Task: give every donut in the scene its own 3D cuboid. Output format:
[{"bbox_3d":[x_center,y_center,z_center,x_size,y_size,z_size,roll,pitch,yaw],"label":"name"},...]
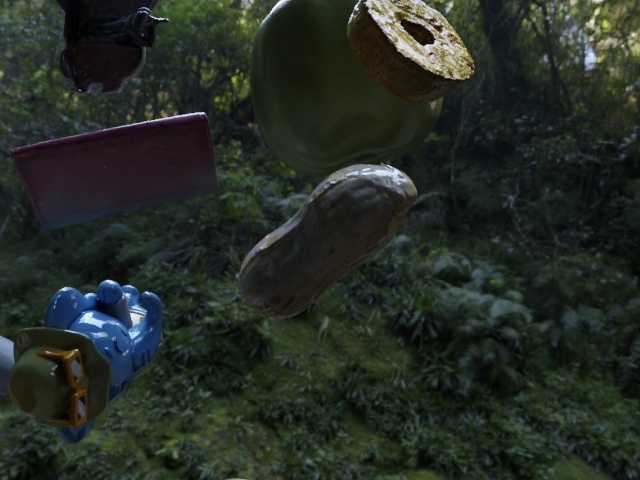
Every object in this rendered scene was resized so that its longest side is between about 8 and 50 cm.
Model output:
[{"bbox_3d":[0.096,-0.212,0.631,0.151,0.152,0.058,24,-44,-24],"label":"donut"}]

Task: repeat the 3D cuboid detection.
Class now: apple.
[{"bbox_3d":[0.041,-0.291,1.039,0.357,0.357,0.357,15,-16,4],"label":"apple"}]

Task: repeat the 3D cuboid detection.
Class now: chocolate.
[{"bbox_3d":[0.000,0.000,0.824,0.309,0.134,0.134,-38,-43,20],"label":"chocolate"}]

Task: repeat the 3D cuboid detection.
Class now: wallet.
[{"bbox_3d":[-0.248,-0.087,0.720,0.232,0.025,0.119,-15,-45,-17],"label":"wallet"}]

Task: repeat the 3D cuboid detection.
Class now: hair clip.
[{"bbox_3d":[-0.268,-0.259,0.724,0.187,0.146,0.056,6,0,33],"label":"hair clip"}]

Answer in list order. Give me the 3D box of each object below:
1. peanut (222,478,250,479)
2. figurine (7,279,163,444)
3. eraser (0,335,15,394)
[{"bbox_3d":[-0.185,0.445,0.917,0.253,0.122,0.137,5,-52,-12],"label":"peanut"},{"bbox_3d":[-0.302,0.139,0.771,0.153,0.262,0.180,27,-60,0],"label":"figurine"},{"bbox_3d":[-0.548,0.133,0.822,0.174,0.081,0.227,15,-28,27],"label":"eraser"}]
